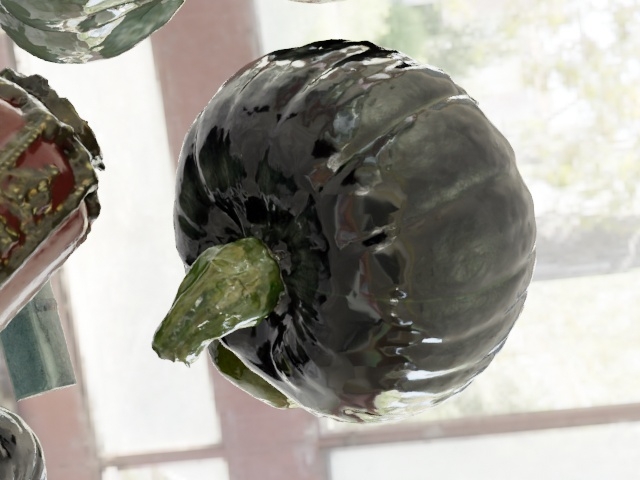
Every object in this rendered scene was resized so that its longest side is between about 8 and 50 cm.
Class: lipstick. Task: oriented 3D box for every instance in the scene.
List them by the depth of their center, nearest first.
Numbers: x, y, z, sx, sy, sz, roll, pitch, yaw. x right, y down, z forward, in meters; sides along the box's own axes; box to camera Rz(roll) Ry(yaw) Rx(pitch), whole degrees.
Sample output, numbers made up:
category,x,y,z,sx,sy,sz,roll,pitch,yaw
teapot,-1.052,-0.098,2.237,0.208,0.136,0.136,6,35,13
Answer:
category,x,y,z,sx,sy,sz,roll,pitch,yaw
lipstick,-0.427,0.078,1.922,0.076,0.077,0.289,-8,80,-67

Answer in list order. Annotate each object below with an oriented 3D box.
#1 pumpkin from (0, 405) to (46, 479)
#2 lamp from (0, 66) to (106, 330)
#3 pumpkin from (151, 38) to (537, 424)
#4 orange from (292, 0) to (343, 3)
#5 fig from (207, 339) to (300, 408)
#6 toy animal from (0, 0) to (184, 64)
category,x,y,z,sx,sy,sz,roll,pitch,yaw
pumpkin,-0.339,0.246,1.281,0.194,0.150,0.194,-17,90,-75
lamp,-0.286,-0.006,1.001,0.274,0.177,0.177,-50,152,-23
pumpkin,0.000,0.000,0.995,0.296,0.296,0.295,-6,90,-84
orange,0.006,-0.360,1.291,0.274,0.274,0.274,-6,90,-84
fig,-0.008,0.066,1.397,0.167,0.233,0.167,40,11,-10
toy animal,-0.111,-0.134,0.603,0.251,0.125,0.127,-89,170,-74
